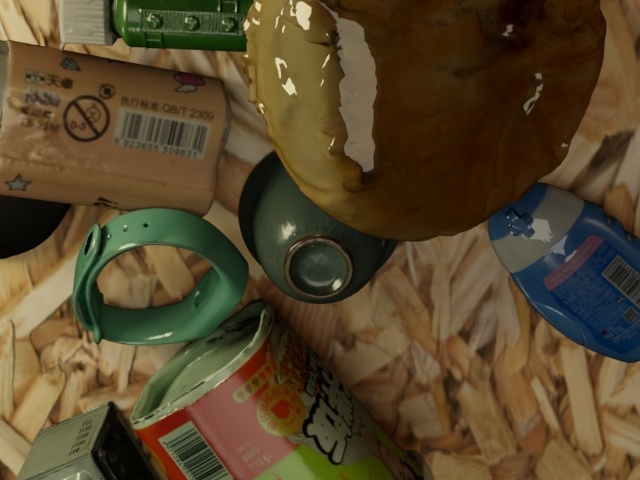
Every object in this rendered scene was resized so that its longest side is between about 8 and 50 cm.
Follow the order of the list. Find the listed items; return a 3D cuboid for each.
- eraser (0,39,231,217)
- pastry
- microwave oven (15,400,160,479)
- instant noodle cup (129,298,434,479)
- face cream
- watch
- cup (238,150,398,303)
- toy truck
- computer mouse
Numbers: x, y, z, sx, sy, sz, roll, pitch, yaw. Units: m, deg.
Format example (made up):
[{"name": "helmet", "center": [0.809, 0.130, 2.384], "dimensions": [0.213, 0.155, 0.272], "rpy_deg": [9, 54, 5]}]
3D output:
[{"name": "eraser", "center": [-0.254, -0.118, 1.627], "dimensions": [0.290, 0.087, 0.171], "rpy_deg": [8, 103, -24]}, {"name": "pastry", "center": [0.101, -0.199, 1.521], "dimensions": [0.409, 0.245, 0.410], "rpy_deg": [-12, 115, -27]}, {"name": "microwave oven", "center": [-0.271, 0.336, 1.853], "dimensions": [0.122, 0.162, 0.208], "rpy_deg": [-24, 108, 11]}, {"name": "instant noodle cup", "center": [-0.054, 0.258, 1.768], "dimensions": [0.294, 0.294, 0.308], "rpy_deg": [-33, 104, 15]}, {"name": "face cream", "center": [0.306, 0.033, 1.738], "dimensions": [0.264, 0.083, 0.149], "rpy_deg": [40, 109, -16]}, {"name": "watch", "center": [-0.196, 0.052, 1.725], "dimensions": [0.195, 0.068, 0.237], "rpy_deg": [15, 143, -23]}, {"name": "cup", "center": [0.000, 0.000, 1.693], "dimensions": [0.199, 0.150, 0.199], "rpy_deg": [0, 115, 1]}, {"name": "toy truck", "center": [-0.165, -0.253, 1.593], "dimensions": [0.242, 0.125, 0.101], "rpy_deg": [3, 116, 1]}, {"name": "computer mouse", "center": [-0.350, -0.070, 1.709], "dimensions": [0.147, 0.088, 0.264], "rpy_deg": [32, 109, -16]}]
